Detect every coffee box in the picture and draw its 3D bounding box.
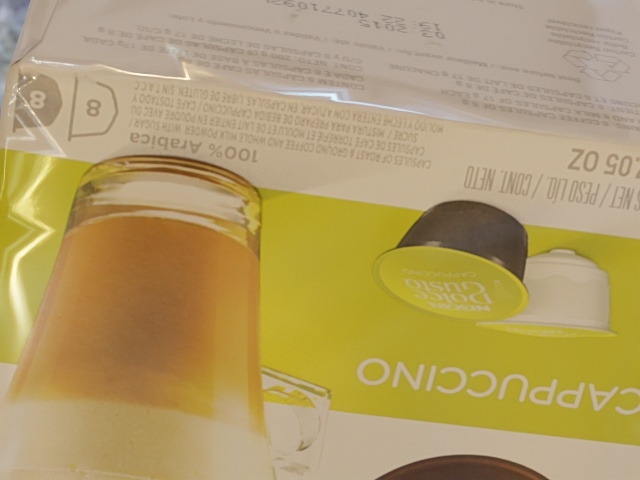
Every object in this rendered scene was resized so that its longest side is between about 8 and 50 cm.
[{"bbox_3d":[0.000,0.000,1.055,0.338,0.337,0.334,-91,11,-59],"label":"coffee box"}]
